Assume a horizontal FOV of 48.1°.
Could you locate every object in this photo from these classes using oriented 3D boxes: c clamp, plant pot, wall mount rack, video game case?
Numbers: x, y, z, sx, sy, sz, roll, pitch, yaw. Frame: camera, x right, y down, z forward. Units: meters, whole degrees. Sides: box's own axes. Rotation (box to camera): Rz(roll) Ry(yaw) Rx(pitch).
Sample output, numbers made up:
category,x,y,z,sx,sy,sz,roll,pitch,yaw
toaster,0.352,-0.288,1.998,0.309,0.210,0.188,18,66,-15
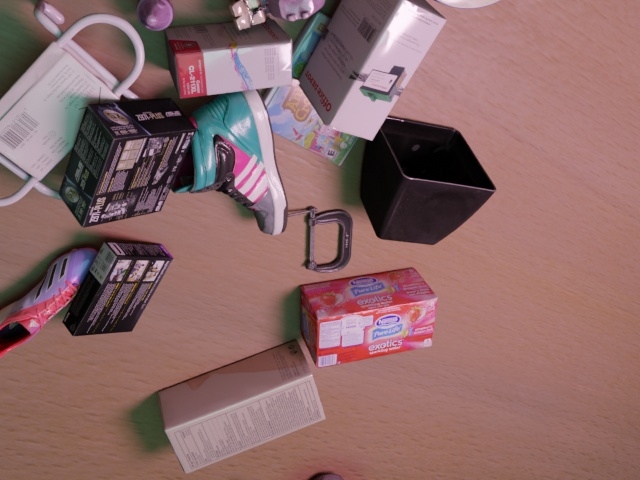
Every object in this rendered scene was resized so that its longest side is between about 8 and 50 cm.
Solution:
category,x,y,z,sx,sy,sz,roll,pitch,yaw
c clamp,0.000,0.000,1.397,0.137,0.022,0.160,-15,123,-17
plant pot,0.173,-0.098,1.310,0.188,0.187,0.167,5,131,-23
wall mount rack,-0.371,-0.177,1.092,0.350,0.130,0.304,-42,121,8
video game case,0.014,-0.256,1.239,0.193,0.023,0.212,24,110,-30

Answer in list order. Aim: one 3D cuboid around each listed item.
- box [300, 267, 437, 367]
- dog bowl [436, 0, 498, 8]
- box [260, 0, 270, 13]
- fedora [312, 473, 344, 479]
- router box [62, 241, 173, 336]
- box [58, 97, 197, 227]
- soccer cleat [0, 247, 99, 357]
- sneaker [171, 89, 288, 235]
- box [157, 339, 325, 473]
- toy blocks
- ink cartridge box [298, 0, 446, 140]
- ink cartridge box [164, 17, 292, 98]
category,x,y,z,sx,sy,sz,roll,pitch,yaw
box,0.095,0.154,1.461,0.257,0.122,0.128,-9,123,-15
dog bowl,0.228,-0.503,1.115,0.265,0.104,0.265,-9,123,-15
box,-0.018,-0.449,1.095,0.233,0.044,0.159,-17,124,-10
fedora,0.014,0.662,1.744,0.244,0.124,0.275,1,128,-18
router box,-0.357,0.087,1.268,0.133,0.046,0.179,5,123,-56
box,-0.291,-0.118,1.078,0.147,0.077,0.180,-18,150,-46
soccer cleat,-0.475,0.109,1.242,0.248,0.095,0.083,-36,125,4
sneaker,-0.160,-0.103,1.192,0.178,0.124,0.295,-21,132,-13
box,-0.162,0.342,1.484,0.311,0.121,0.148,-18,125,-9
toy blocks,-0.158,-0.383,0.914,0.289,0.260,0.309,-13,123,4
ink cartridge box,0.072,-0.290,1.112,0.093,0.160,0.219,13,122,-32
ink cartridge box,-0.141,-0.282,1.101,0.175,0.127,0.072,-10,124,-14
